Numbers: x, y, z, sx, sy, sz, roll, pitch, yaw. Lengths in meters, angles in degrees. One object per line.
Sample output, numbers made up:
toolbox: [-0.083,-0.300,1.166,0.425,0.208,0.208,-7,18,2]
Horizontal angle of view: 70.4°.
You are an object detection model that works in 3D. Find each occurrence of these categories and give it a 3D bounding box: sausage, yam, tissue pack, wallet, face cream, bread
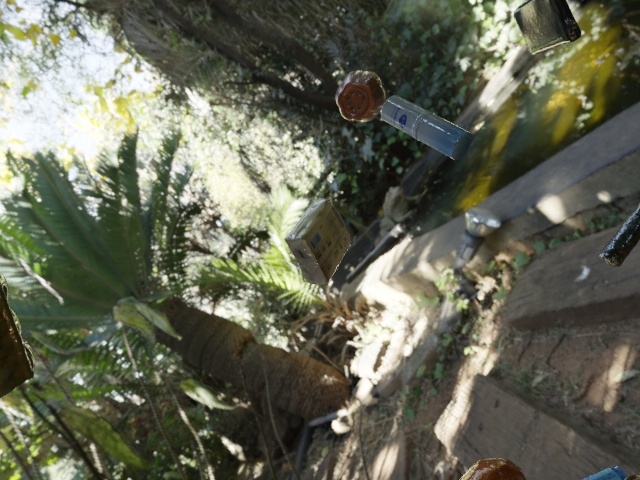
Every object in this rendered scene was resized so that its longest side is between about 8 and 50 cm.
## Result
sausage: [0.442,0.701,1.217,0.268,0.153,0.141,-35,6,-24]
yam: [0.840,-0.056,1.194,0.274,0.061,0.061,-60,1,12]
tissue pack: [0.000,0.000,1.374,0.090,0.186,0.222,-9,33,32]
wallet: [0.589,-0.573,1.192,0.044,0.149,0.250,-31,10,10]
face cream: [0.271,-0.298,1.185,0.077,0.250,0.077,-30,-39,-28]
bread: [-0.395,0.057,0.499,0.098,0.087,0.270,-48,-39,-59]

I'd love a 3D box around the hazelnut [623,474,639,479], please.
hazelnut: [0.589,0.503,0.753,0.218,0.217,0.234,-53,-16,-27]

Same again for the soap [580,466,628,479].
soap: [0.774,0.766,1.292,0.292,0.077,0.156,-17,42,-6]

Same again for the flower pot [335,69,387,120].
flower pot: [0.135,-0.501,1.612,0.191,0.190,0.173,-50,5,28]
